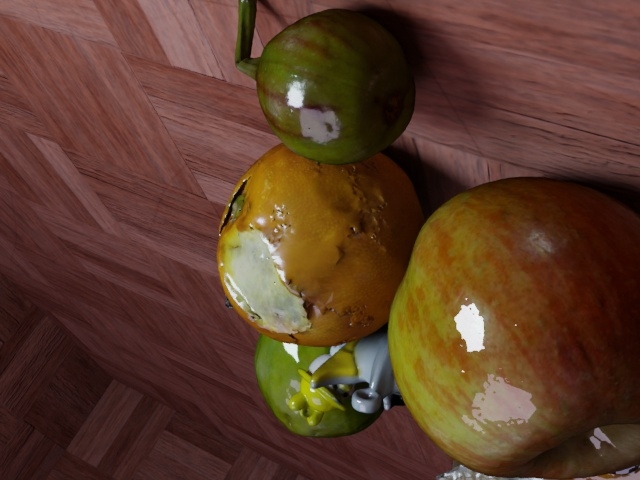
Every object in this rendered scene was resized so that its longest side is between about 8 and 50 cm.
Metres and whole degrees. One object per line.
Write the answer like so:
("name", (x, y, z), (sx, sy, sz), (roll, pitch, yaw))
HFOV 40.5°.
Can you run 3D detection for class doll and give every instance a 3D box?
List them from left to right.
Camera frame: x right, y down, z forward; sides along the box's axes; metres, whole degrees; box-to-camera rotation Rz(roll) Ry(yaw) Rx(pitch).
("doll", (0.051, 0.170, 1.278), (0.099, 0.241, 0.135), (41, 177, 28))
("doll", (0.125, 0.130, 1.031), (0.145, 0.316, 0.103), (38, 119, 17))

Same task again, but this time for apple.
("apple", (0.206, 0.075, 0.820), (0.301, 0.301, 0.301), (27, 157, 12))

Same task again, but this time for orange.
("orange", (0.000, 0.000, 0.964), (0.240, 0.240, 0.240), (27, 157, 12))

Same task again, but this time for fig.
("fig", (-0.010, -0.145, 0.795), (0.186, 0.142, 0.148), (6, 122, 23))
("fig", (-0.017, 0.181, 1.437), (0.314, 0.233, 0.233), (57, 152, -12))

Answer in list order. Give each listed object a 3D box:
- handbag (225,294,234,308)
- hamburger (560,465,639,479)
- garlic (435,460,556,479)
("handbag", (-0.114, 0.036, 1.385), (0.072, 0.115, 0.139), (13, 134, 39))
("hamburger", (0.344, 0.204, 1.019), (0.237, 0.147, 0.237), (13, 121, 22))
("garlic", (0.302, 0.292, 1.222), (0.210, 0.292, 0.237), (38, 136, 16))
